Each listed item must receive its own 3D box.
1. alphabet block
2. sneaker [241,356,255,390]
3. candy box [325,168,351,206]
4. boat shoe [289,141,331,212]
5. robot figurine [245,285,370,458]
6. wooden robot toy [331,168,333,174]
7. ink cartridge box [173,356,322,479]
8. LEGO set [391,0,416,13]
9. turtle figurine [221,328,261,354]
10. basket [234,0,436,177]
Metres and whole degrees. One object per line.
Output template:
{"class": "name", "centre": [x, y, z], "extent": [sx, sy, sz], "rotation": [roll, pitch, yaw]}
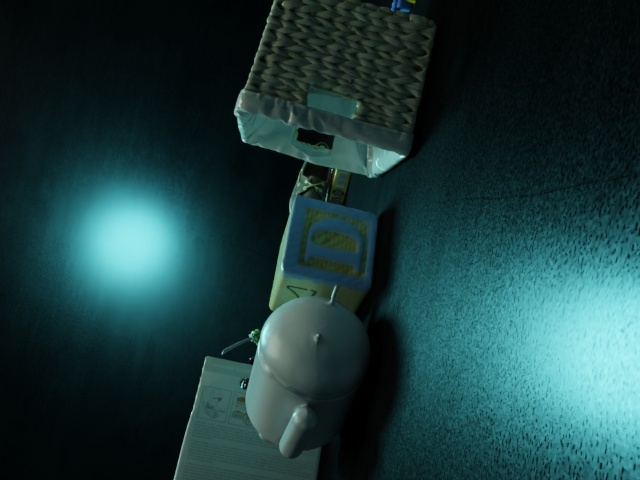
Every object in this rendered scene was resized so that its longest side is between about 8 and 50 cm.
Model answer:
{"class": "alphabet block", "centre": [0.005, 0.049, 1.322], "extent": [0.197, 0.192, 0.194], "rotation": [114, 169, -58]}
{"class": "sneaker", "centre": [-0.116, 0.403, 1.491], "extent": [0.106, 0.162, 0.282], "rotation": [-58, 41, 43]}
{"class": "candy box", "centre": [0.050, -0.155, 1.995], "extent": [0.109, 0.053, 0.187], "rotation": [-94, 16, -68]}
{"class": "boat shoe", "centre": [-0.025, -0.179, 1.968], "extent": [0.097, 0.116, 0.325], "rotation": [106, 179, -53]}
{"class": "robot figurine", "centre": [-0.025, 0.244, 1.130], "extent": [0.300, 0.199, 0.354], "rotation": [-86, 10, -49]}
{"class": "wooden robot toy", "centre": [0.037, -0.194, 2.144], "extent": [0.173, 0.076, 0.079], "rotation": [117, 153, -70]}
{"class": "ink cartridge box", "centre": [-0.158, 0.485, 1.377], "extent": [0.091, 0.307, 0.385], "rotation": [116, 165, -63]}
{"class": "LEGO set", "centre": [0.181, -0.594, 1.431], "extent": [0.227, 0.093, 0.087], "rotation": [-177, 99, -84]}
{"class": "turtle figurine", "centre": [-0.117, 0.290, 1.937], "extent": [0.197, 0.274, 0.266], "rotation": [-32, 32, 43]}
{"class": "basket", "centre": [0.022, -0.304, 1.224], "extent": [0.331, 0.328, 0.267], "rotation": [178, 106, -85]}
